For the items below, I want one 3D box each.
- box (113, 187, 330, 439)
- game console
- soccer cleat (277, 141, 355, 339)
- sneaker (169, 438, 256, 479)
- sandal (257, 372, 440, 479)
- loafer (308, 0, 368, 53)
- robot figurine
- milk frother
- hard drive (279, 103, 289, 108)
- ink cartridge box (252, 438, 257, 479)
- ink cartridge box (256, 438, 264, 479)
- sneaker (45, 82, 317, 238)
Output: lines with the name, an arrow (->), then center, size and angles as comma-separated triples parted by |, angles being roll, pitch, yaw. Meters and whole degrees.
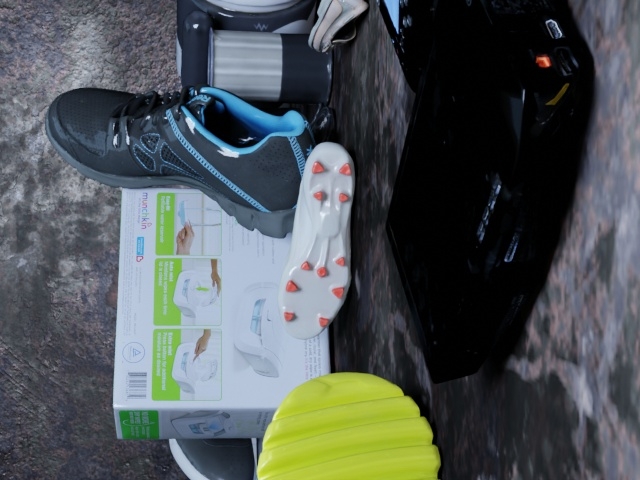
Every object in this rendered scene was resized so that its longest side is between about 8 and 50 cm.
box -> -0.109, 0.079, 1.226 | 0.126, 0.231, 0.261 | 106, 162, -63
game console -> 0.057, -0.114, 0.636 | 0.213, 0.044, 0.361 | 100, 162, -48
soccer cleat -> 0.000, 0.000, 1.082 | 0.076, 0.068, 0.196 | -104, 23, -78
sneaker -> -0.133, 0.190, 1.426 | 0.146, 0.105, 0.295 | -66, 29, 30
sandal -> 0.022, 0.233, 0.708 | 0.138, 0.126, 0.317 | 95, 173, -51
loafer -> 0.018, -0.204, 1.047 | 0.045, 0.039, 0.125 | -50, -5, -15
robot figurine -> -0.090, -0.271, 1.352 | 0.278, 0.174, 0.209 | 99, 166, -45
milk frother -> -0.055, -0.160, 1.211 | 0.143, 0.135, 0.129 | -105, 17, -62
hard drive -> -0.093, -0.023, 1.588 | 0.210, 0.040, 0.318 | -81, 0, -68
ink cartridge box -> -0.141, 0.346, 1.915 | 0.092, 0.090, 0.143 | -103, 17, -58
ink cartridge box -> -0.053, 0.202, 1.422 | 0.185, 0.065, 0.311 | 98, 172, -51
sneaker -> -0.148, -0.121, 1.179 | 0.139, 0.341, 0.125 | 85, -153, -49
